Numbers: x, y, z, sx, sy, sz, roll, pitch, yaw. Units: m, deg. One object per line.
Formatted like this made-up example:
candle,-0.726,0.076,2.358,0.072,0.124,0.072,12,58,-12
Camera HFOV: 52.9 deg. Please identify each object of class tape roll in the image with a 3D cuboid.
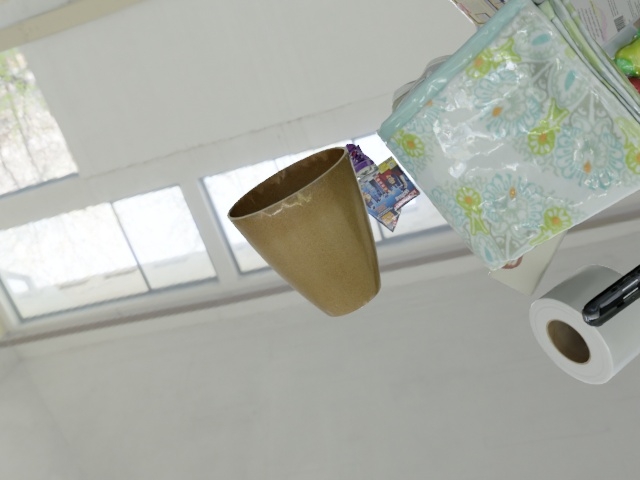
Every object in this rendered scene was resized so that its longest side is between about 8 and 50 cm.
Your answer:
tape roll,0.660,0.203,1.567,0.169,0.246,0.246,-31,-156,-20

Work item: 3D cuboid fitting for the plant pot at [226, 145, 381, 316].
plant pot,0.000,0.000,1.144,0.237,0.254,0.237,-27,-161,10

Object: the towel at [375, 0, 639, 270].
towel,0.295,-0.152,0.983,0.090,0.320,0.374,-35,177,-43

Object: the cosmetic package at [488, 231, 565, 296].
cosmetic package,0.559,-0.025,1.651,0.129,0.296,0.153,27,-143,19

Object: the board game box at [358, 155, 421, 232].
board game box,0.206,-0.133,1.973,0.194,0.194,0.060,-36,-171,26

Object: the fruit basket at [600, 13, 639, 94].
fruit basket,0.801,-0.373,1.568,0.353,0.327,0.165,-37,163,4

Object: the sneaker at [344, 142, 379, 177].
sneaker,0.076,-0.178,1.419,0.068,0.071,0.170,-22,-161,-8

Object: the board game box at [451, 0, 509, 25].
board game box,0.393,-0.575,1.530,0.045,0.147,0.193,-58,-150,1

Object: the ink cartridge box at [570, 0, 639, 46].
ink cartridge box,0.845,-0.645,1.879,0.117,0.201,0.278,-13,174,-37

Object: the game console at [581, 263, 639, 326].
game console,0.652,0.036,1.234,0.361,0.213,0.044,-38,-134,5

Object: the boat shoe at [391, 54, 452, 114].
boat shoe,0.287,-0.379,1.676,0.320,0.118,0.103,-18,-128,59
